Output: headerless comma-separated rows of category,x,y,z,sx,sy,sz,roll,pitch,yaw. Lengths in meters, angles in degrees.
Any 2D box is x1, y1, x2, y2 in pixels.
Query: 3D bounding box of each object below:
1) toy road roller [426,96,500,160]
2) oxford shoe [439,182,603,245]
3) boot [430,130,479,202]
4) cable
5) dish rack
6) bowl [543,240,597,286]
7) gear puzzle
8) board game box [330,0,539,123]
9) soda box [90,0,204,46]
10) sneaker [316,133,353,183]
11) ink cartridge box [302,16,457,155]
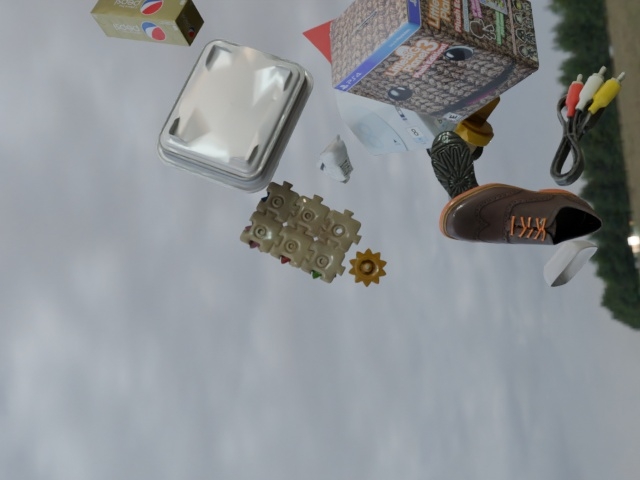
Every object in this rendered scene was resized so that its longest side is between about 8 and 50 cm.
toy road roller,0.398,-0.404,2.559,0.202,0.241,0.329,-4,-135,-49
oxford shoe,0.323,-0.037,1.329,0.098,0.271,0.097,-137,43,-64
boot,0.254,-0.105,1.509,0.208,0.076,0.190,-31,-77,-76
cable,0.504,-0.234,1.675,0.287,0.139,0.072,-55,-54,-25
dish rack,-0.196,-0.293,1.846,0.072,0.285,0.333,74,-143,-69
bowl,0.642,0.053,2.165,0.053,0.142,0.142,46,-153,27
gear puzzle,0.000,0.000,1.878,0.176,0.338,0.044,-62,-13,-11
board game box,0.200,-0.350,1.490,0.290,0.232,0.141,10,-114,-28
soda box,-0.290,-0.372,1.388,0.058,0.181,0.061,-66,-28,-23
sneaker,0.050,-0.216,2.257,0.095,0.090,0.235,47,176,5
ink cartridge box,0.126,-0.387,2.116,0.385,0.308,0.091,46,-111,-23
